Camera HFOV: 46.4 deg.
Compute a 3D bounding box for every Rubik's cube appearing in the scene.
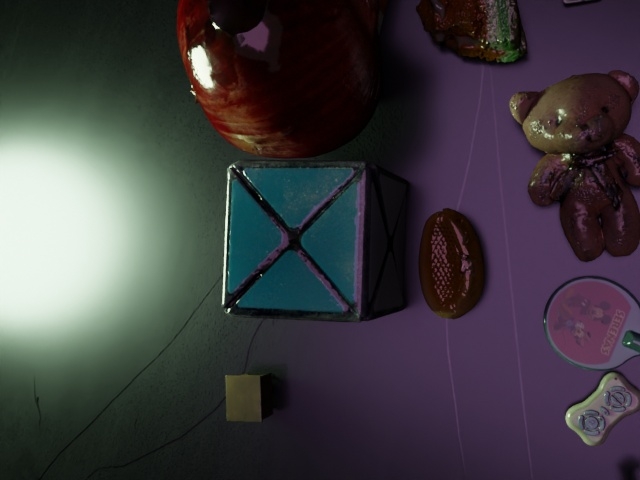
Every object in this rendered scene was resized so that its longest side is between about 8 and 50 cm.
[{"bbox_3d":[0.000,0.000,1.256,0.260,0.255,0.259,-1,89,18],"label":"Rubik's cube"}]

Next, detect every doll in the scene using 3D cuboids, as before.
[{"bbox_3d":[0.425,-0.115,1.176,0.201,0.156,0.303,-14,89,16],"label":"doll"}]

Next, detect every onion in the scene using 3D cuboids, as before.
[{"bbox_3d":[-0.068,-0.299,1.114,0.341,0.341,0.341,0,89,18],"label":"onion"}]

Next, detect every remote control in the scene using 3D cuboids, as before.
[{"bbox_3d":[0.463,0.275,1.216,0.074,0.032,0.122,44,101,14],"label":"remote control"}]

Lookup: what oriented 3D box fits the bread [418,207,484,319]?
[{"bbox_3d":[0.225,0.040,1.277,0.114,0.077,0.189,-2,89,38],"label":"bread"}]

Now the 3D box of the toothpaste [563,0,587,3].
[{"bbox_3d":[0.428,-0.505,1.239,0.064,0.041,0.218,-4,91,12],"label":"toothpaste"}]

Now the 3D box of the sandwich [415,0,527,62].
[{"bbox_3d":[0.252,-0.378,1.257,0.159,0.109,0.185,-22,82,15],"label":"sandwich"}]

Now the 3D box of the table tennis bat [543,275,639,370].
[{"bbox_3d":[0.485,0.152,1.212,0.244,0.040,0.153,24,96,22],"label":"table tennis bat"}]

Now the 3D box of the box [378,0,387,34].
[{"bbox_3d":[-0.006,-0.430,1.327,0.224,0.143,0.341,14,92,18],"label":"box"}]

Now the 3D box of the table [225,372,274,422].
[{"bbox_3d":[-0.127,0.287,1.384,0.070,0.082,0.083,-3,88,18],"label":"table"}]
